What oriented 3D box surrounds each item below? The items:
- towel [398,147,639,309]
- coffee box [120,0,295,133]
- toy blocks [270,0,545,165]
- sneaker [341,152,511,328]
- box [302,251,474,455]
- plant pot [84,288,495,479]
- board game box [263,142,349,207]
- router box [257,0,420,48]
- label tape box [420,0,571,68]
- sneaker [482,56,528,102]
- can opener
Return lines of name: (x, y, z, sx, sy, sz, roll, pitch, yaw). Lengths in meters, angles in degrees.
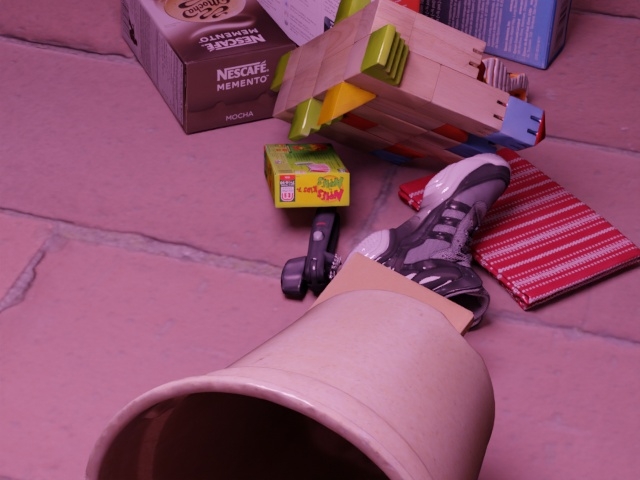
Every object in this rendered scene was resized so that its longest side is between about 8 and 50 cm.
towel: (0.251, -0.022, 1.690, 0.199, 0.031, 0.275, -20, 44, -27)
coffee box: (-0.169, -0.292, 1.936, 0.168, 0.119, 0.297, -13, 40, -21)
toy blocks: (0.116, -0.178, 1.666, 0.261, 0.381, 0.191, 20, 78, -20)
sneaker: (0.162, 0.015, 1.562, 0.268, 0.101, 0.153, -39, 57, -19)
box: (0.045, 0.121, 1.438, 0.164, 0.021, 0.201, 29, 66, 27)
plant pot: (0.012, 0.201, 1.182, 0.333, 0.334, 0.305, 18, 29, 18)
board game box: (-0.020, -0.085, 1.690, 0.092, 0.043, 0.181, -1, 16, -7)
router box: (0.011, -0.363, 1.894, 0.082, 0.301, 0.335, -20, 44, -27)
label tape box: (0.225, -0.430, 2.043, 0.333, 0.241, 0.106, 20, 41, 20)
sneaker: (0.225, -0.208, 1.853, 0.083, 0.084, 0.215, 8, 1, 25)
can opener: (0.000, 0.000, 1.619, 0.073, 0.059, 0.186, 8, 38, 7)
